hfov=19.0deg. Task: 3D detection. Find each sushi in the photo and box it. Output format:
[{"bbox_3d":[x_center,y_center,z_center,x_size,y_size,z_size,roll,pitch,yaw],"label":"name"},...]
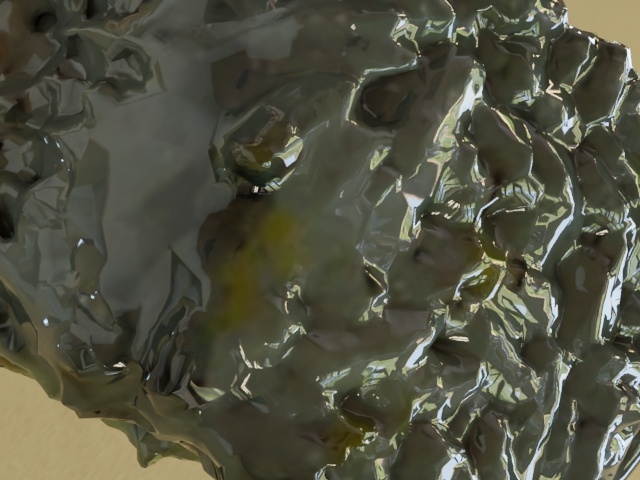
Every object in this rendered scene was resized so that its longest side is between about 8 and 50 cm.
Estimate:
[{"bbox_3d":[0.000,0.000,0.474,0.274,0.184,0.139,26,-93,-40],"label":"sushi"}]
